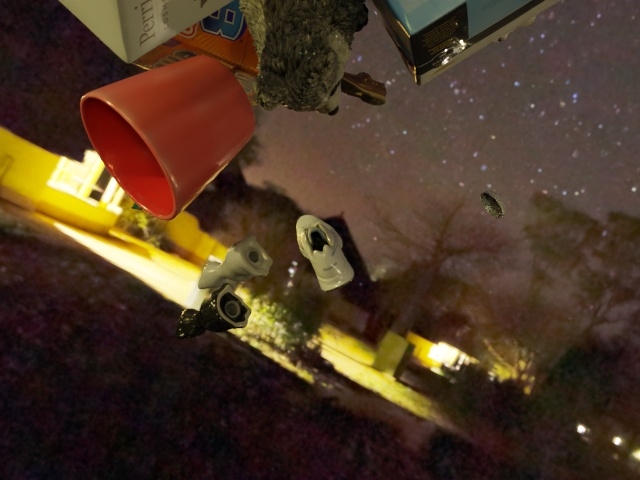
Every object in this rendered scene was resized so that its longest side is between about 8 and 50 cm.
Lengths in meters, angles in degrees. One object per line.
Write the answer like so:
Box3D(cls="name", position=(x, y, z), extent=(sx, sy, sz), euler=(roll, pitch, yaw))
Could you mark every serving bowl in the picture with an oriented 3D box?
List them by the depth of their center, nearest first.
Box3D(cls="serving bowl", position=(0.464, -0.099, 1.765), extent=(0.083, 0.027, 0.083), euler=(51, -14, 18))

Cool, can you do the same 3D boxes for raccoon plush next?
Box3D(cls="raccoon plush", position=(-0.110, -0.409, 1.172), extent=(0.446, 0.216, 0.299), euler=(39, 32, -7))

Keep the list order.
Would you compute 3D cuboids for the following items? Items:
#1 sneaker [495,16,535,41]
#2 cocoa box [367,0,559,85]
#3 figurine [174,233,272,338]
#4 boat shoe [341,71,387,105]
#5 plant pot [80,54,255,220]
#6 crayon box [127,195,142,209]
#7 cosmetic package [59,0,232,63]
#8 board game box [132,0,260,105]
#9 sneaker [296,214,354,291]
Box3D(cls="sneaker", position=(0.508, -0.619, 1.895), extent=(0.291, 0.119, 0.110), euler=(-11, -7, -33))
Box3D(cls="cocoa box", position=(0.254, -0.479, 1.134), extent=(0.232, 0.347, 0.228), euler=(61, 7, 13))
Box3D(cls="figurine", position=(-0.219, 0.107, 1.420), extent=(0.092, 0.215, 0.209), euler=(40, -39, -25))
Box3D(cls="boat shoe", position=(0.102, -0.410, 1.738), extent=(0.177, 0.060, 0.064), euler=(16, -10, -35))
Box3D(cls="plant pot", position=(-0.277, -0.217, 1.278), extent=(0.274, 0.243, 0.275), euler=(35, -31, 25))
Box3D(cls="crayon box", position=(-0.458, -0.234, 1.853), extent=(0.081, 0.278, 0.165), euler=(6, 48, -42))
Box3D(cls="cosmetic package", position=(-0.228, -0.534, 0.904), extent=(0.327, 0.393, 0.329), euler=(43, -24, 13))
Box3D(cls="board game box", position=(-0.212, -0.552, 1.551), extent=(0.356, 0.357, 0.356), euler=(16, -3, -30))
Box3D(cls="sneaker", position=(0.000, 0.000, 1.651), extent=(0.129, 0.110, 0.297), euler=(65, -5, -32))
